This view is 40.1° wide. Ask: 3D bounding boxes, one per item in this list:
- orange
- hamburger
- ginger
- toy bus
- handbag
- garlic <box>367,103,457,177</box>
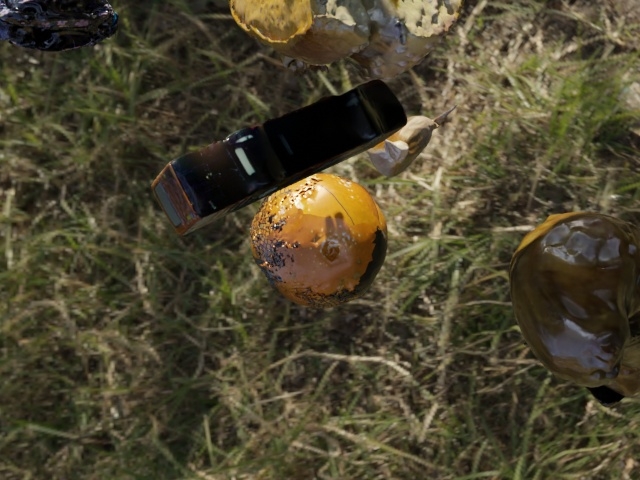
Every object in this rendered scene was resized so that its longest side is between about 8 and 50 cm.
[{"bbox_3d":[0.000,0.000,1.470,0.234,0.182,0.234,-1,97,-7],"label":"orange"},{"bbox_3d":[0.016,-0.380,1.171,0.287,0.268,0.445,-38,53,51],"label":"hamburger"},{"bbox_3d":[0.208,0.048,0.647,0.107,0.309,0.133,18,84,31],"label":"ginger"},{"bbox_3d":[-0.041,-0.124,1.195,0.092,0.409,0.093,-34,85,51],"label":"toy bus"},{"bbox_3d":[-0.477,-0.413,1.527,0.208,0.229,0.127,47,136,38],"label":"handbag"},{"bbox_3d":[0.173,-0.195,1.696,0.090,0.198,0.128,58,142,-1],"label":"garlic"}]
